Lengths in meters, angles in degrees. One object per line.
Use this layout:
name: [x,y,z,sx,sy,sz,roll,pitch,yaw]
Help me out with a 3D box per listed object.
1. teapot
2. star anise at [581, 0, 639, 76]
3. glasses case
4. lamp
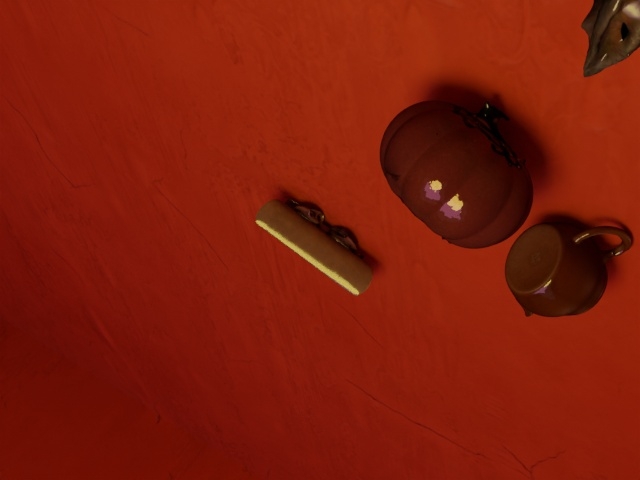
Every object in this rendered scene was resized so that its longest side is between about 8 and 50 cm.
teapot: [0.283,0.037,1.133,0.116,0.116,0.173,43,126,-8]
star anise: [0.259,-0.240,0.709,0.332,0.117,0.331,24,143,20]
glasses case: [0.000,0.000,1.479,0.193,0.070,0.102,36,-179,1]
lamp: [0.152,-0.077,1.062,0.182,0.140,0.182,39,-161,-16]
